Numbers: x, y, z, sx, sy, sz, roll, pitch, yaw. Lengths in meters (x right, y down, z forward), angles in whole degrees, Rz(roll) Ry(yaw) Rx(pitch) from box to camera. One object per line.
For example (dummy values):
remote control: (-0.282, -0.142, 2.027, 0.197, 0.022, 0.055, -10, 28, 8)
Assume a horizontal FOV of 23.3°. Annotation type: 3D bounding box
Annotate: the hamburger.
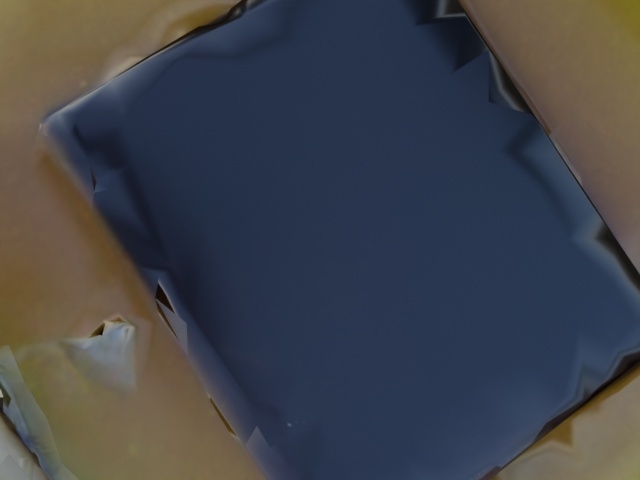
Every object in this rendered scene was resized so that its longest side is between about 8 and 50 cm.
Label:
hamburger: (0.000, 0.000, 0.513, 0.294, 0.179, 0.276, -36, 86, -15)
